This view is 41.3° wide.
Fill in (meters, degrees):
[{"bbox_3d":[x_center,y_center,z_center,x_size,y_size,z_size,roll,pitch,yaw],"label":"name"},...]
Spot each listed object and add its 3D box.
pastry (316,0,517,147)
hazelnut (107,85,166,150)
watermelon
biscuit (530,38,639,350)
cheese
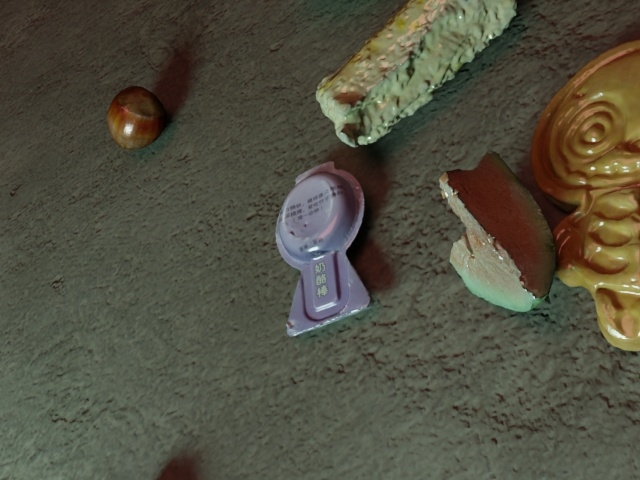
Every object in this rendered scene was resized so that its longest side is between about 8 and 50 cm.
[{"bbox_3d":[0.100,-0.204,0.875,0.258,0.089,0.121,-44,41,1],"label":"pastry"},{"bbox_3d":[-0.240,-0.157,1.111,0.086,0.086,0.086,-19,50,25],"label":"hazelnut"},{"bbox_3d":[0.142,0.007,0.701,0.155,0.080,0.101,51,126,40],"label":"watermelon"},{"bbox_3d":[0.265,-0.052,0.680,0.202,0.044,0.289,-9,54,32],"label":"biscuit"},{"bbox_3d":[0.000,0.000,0.838,0.105,0.042,0.191,-22,50,25],"label":"cheese"}]
